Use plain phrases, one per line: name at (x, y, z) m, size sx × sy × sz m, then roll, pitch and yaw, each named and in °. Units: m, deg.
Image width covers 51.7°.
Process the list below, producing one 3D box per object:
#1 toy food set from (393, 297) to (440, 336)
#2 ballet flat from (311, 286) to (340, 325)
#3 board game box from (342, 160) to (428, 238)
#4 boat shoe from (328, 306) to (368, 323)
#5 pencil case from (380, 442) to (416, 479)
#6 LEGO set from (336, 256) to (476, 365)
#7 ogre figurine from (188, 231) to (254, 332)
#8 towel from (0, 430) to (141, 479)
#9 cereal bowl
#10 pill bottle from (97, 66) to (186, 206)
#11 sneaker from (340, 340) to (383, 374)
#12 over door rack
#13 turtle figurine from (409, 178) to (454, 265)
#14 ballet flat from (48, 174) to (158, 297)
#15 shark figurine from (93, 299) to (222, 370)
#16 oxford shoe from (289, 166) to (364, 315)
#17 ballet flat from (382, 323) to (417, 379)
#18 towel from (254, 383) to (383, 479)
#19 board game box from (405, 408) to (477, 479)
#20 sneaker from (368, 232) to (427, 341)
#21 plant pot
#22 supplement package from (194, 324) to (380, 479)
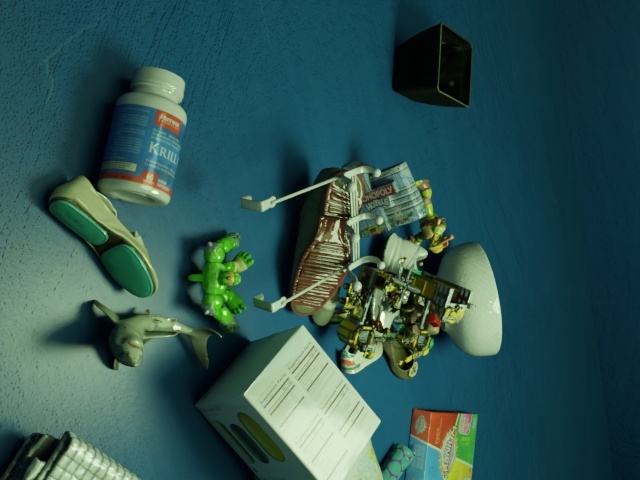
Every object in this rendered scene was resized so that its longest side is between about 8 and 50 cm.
toy food set at (0.280, 0.192, 1.878) m, size 0.232 × 0.111 × 0.104 m, roll 41°, pitch 47°, yaw -42°
ballet flat at (0.022, 0.096, 1.579) m, size 0.072 × 0.068 × 0.213 m, roll 16°, pitch 76°, yaw -25°
board game box at (0.146, -0.121, 1.675) m, size 0.060 × 0.194 × 0.194 m, roll -36°, pitch 103°, yaw -46°
boat shoe at (0.068, 0.182, 1.656) m, size 0.153 × 0.056 × 0.048 m, roll -1°, pitch 81°, yaw -53°
pencil case at (0.200, 0.630, 1.813) m, size 0.152 × 0.064 × 0.070 m, roll -42°, pitch 105°, yaw -42°
LEGO set at (0.219, 0.184, 1.576) m, size 0.331 × 0.192 × 0.255 m, roll 21°, pitch 92°, yaw -43°
ogre figurine at (-0.195, 0.080, 1.303) m, size 0.118 × 0.097 × 0.197 m, roll 17°, pitch 92°, yaw -68°
towel at (-0.414, 0.457, 1.012) m, size 0.235 × 0.121 × 0.283 m, roll 51°, pitch 55°, yaw -36°
cereal bowl at (0.417, 0.180, 1.951) m, size 0.339 × 0.141 × 0.339 m, roll 170°, pitch -90°, yaw -89°
pill bottle at (-0.300, -0.179, 1.139) m, size 0.124 × 0.124 × 0.221 m, roll 21°, pitch 74°, yaw -49°
sneaker at (0.107, 0.278, 1.700) m, size 0.161 × 0.057 × 0.075 m, roll -27°, pitch 116°, yaw -45°
over door rack at (0.008, -0.003, 1.354) m, size 0.324 × 0.108 × 0.239 m, roll -19°, pitch 116°, yaw -34°
turtle figurine at (0.302, -0.056, 1.826) m, size 0.087 × 0.269 × 0.217 m, roll -16°, pitch 82°, yaw -12°
ballet flat at (-0.351, -0.009, 1.121) m, size 0.248 × 0.086 × 0.086 m, roll 57°, pitch 49°, yaw -33°
shark figurine at (-0.312, 0.185, 1.175) m, size 0.116 × 0.166 × 0.278 m, roll -64°, pitch 159°, yaw 7°
oxford shoe at (0.000, 0.000, 1.521) m, size 0.123 × 0.130 × 0.348 m, roll 16°, pitch 98°, yaw -29°
ballet flat at (0.218, 0.307, 1.837) m, size 0.084 × 0.058 × 0.250 m, roll -57°, pitch 131°, yaw -33°
towel at (0.004, 0.568, 1.556) m, size 0.374 × 0.090 × 0.320 m, roll -38°, pitch 121°, yaw -44°
board game box at (0.375, 0.646, 2.030) m, size 0.316 × 0.064 × 0.242 m, roll 19°, pitch 76°, yaw -50°
sneaker at (0.202, 0.126, 1.738) m, size 0.111 × 0.129 × 0.297 m, roll 90°, pitch 16°, yaw -73°
plant pot at (0.307, -0.476, 1.855) m, size 0.188 × 0.167 × 0.187 m, roll 8°, pitch 83°, yaw -52°
supplement package at (-0.064, 0.344, 1.318) m, size 0.262 × 0.199 × 0.198 m, roll 52°, pitch 50°, yaw -11°
